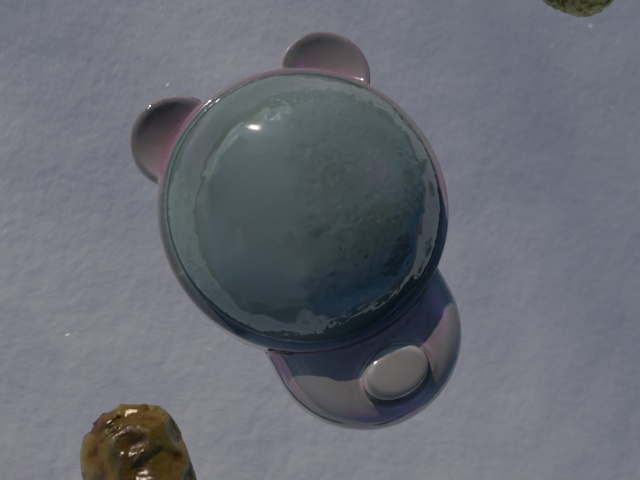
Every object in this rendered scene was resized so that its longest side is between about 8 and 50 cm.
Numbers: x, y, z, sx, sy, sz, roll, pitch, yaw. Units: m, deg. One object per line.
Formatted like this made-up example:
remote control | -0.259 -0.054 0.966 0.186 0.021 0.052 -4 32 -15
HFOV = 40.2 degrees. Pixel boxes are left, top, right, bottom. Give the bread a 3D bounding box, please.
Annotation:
bread | -0.101 0.297 0.654 0.077 0.084 0.368 1 62 -53

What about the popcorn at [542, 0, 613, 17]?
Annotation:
popcorn | 0.299 -0.324 1.028 0.116 0.106 0.121 -18 55 -40

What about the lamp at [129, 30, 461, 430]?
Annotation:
lamp | 0.001 0.001 0.535 0.179 0.108 0.246 -26 89 -8
